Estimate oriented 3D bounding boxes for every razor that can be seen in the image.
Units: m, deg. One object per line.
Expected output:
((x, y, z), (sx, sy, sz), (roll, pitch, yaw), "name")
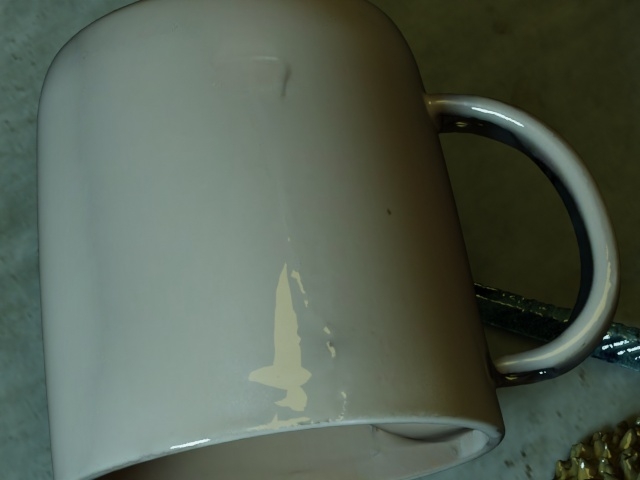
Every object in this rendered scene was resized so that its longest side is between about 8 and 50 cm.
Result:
((0.130, 0.042, 0.860), (0.190, 0.033, 0.066), (21, 38, 1), "razor")

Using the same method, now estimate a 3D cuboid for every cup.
((0.000, 0.000, 0.761), (0.253, 0.191, 0.200), (-10, 73, 7), "cup")

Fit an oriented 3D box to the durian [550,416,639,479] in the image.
((0.174, 0.157, 0.810), (0.148, 0.091, 0.188), (27, 72, -3), "durian")
